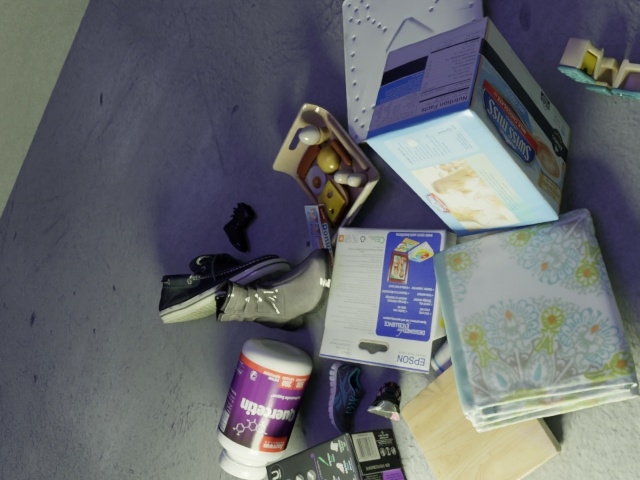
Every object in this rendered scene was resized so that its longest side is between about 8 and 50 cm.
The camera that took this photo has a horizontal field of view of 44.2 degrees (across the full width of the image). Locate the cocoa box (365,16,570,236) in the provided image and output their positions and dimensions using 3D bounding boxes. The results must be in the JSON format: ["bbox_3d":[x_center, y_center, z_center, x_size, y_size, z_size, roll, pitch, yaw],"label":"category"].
[{"bbox_3d":[0.290,-0.200,1.503,0.231,0.347,0.228,-12,50,40],"label":"cocoa box"}]

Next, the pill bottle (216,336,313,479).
[{"bbox_3d":[-0.145,0.414,1.946,0.181,0.181,0.323,23,99,43],"label":"pill bottle"}]

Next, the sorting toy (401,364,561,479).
[{"bbox_3d":[0.328,0.375,1.580,0.257,0.089,0.255,-47,54,27],"label":"sorting toy"}]

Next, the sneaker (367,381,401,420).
[{"bbox_3d":[0.144,0.344,1.714,0.072,0.178,0.077,16,82,3],"label":"sneaker"}]

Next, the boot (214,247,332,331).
[{"bbox_3d":[-0.121,0.123,1.879,0.338,0.223,0.118,124,148,-47],"label":"boot"}]

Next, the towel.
[{"bbox_3d":[0.395,0.149,1.490,0.320,0.090,0.374,-16,63,18],"label":"towel"}]

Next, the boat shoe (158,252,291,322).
[{"bbox_3d":[-0.277,0.105,2.126,0.500,0.187,0.156,-21,74,44],"label":"boat shoe"}]

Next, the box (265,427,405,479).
[{"bbox_3d":[0.033,0.532,1.771,0.270,0.165,0.143,-32,63,34],"label":"box"}]

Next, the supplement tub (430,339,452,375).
[{"bbox_3d":[0.289,0.236,1.653,0.107,0.071,0.071,-51,53,25],"label":"supplement tub"}]

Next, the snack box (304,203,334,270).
[{"bbox_3d":[0.000,0.000,1.920,0.064,0.022,0.178,5,108,59],"label":"snack box"}]

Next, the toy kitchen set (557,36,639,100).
[{"bbox_3d":[0.558,-0.280,1.431,0.207,0.166,0.122,20,96,43],"label":"toy kitchen set"}]

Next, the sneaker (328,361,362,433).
[{"bbox_3d":[0.063,0.367,1.847,0.076,0.065,0.166,-11,77,37],"label":"sneaker"}]

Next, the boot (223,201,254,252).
[{"bbox_3d":[-0.216,-0.039,2.189,0.099,0.045,0.121,-52,51,20],"label":"boot"}]

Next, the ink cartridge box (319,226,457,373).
[{"bbox_3d":[0.148,0.125,1.757,0.303,0.072,0.307,3,83,41],"label":"ink cartridge box"}]

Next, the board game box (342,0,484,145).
[{"bbox_3d":[0.222,-0.450,1.852,0.390,0.050,0.390,-13,74,41],"label":"board game box"}]

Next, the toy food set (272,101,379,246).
[{"bbox_3d":[0.002,-0.162,1.940,0.306,0.092,0.220,56,132,32],"label":"toy food set"}]
